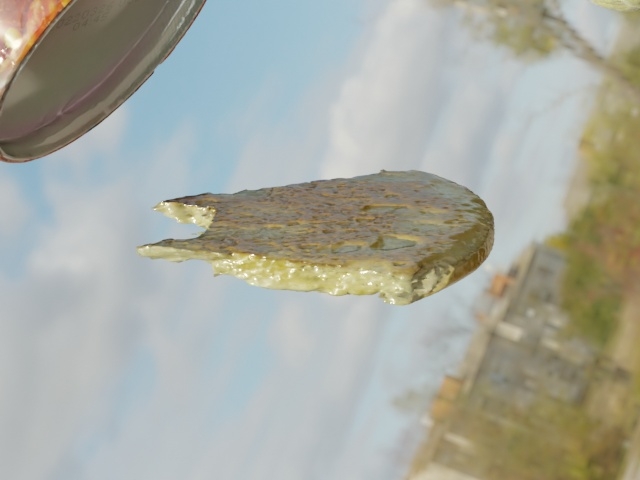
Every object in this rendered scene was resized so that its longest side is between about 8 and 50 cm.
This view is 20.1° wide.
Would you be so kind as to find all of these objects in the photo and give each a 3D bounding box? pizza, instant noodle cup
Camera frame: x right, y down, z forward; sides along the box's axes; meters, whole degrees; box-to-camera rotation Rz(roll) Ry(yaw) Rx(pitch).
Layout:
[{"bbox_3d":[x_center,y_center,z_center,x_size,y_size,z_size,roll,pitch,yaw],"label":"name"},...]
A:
[{"bbox_3d":[0.000,0.000,1.261,0.181,0.262,0.034,-119,28,-62],"label":"pizza"},{"bbox_3d":[-0.193,-0.178,1.086,0.250,0.192,0.250,-44,-11,-11],"label":"instant noodle cup"}]

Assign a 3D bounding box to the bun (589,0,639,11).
[{"bbox_3d":[0.226,-0.258,1.315,0.153,0.244,0.244,49,-129,-31],"label":"bun"}]
